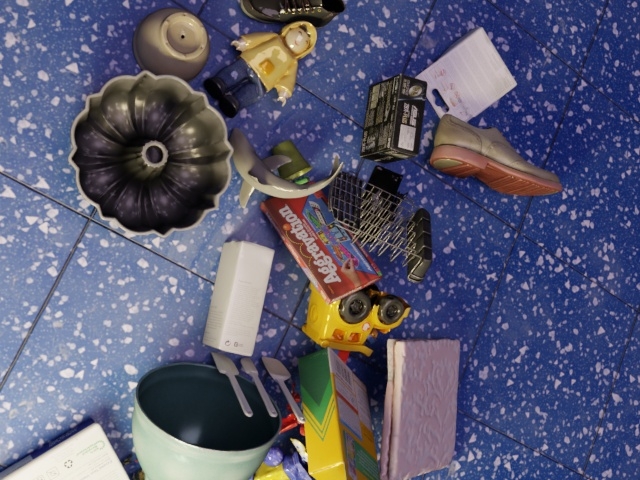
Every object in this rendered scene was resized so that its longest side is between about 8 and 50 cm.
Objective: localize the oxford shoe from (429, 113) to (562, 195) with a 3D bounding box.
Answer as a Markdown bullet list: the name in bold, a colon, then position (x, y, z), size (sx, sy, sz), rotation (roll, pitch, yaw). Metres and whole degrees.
- **oxford shoe**: position (0.463, -0.214, 2.001), size (0.397, 0.140, 0.147), rotation (16, 74, -28)

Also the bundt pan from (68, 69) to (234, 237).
- **bundt pan**: position (-0.350, -0.168, 1.594), size (0.330, 0.124, 0.331), rotation (1, 88, -26)

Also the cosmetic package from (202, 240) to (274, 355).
- **cosmetic package**: position (-0.176, 0.121, 1.678), size (0.085, 0.117, 0.231), rotation (17, 82, -26)

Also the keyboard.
- **keyboard**: position (0.141, -0.079, 1.897), size (0.100, 0.038, 0.192), rotation (24, 78, 0)

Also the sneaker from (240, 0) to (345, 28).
- **sneaker**: position (-0.060, -0.534, 1.754), size (0.222, 0.118, 0.083), rotation (0, 89, -27)

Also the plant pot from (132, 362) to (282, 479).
- **plant pot**: position (-0.243, 0.405, 1.565), size (0.293, 0.293, 0.196), rotation (9, 110, -26)

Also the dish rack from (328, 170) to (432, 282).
- **dish rack**: position (0.133, -0.041, 1.768), size (0.271, 0.074, 0.208), rotation (24, 37, -15)

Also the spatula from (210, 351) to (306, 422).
- **spatula**: position (-0.123, 0.300, 1.638), size (0.168, 0.242, 0.019), rotation (15, 105, -27)

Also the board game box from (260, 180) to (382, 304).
- **board game box**: position (0.000, 0.000, 1.734), size (0.145, 0.027, 0.281), rotation (-25, 65, -26)

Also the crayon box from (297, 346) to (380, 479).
- **crayon box**: position (0.044, 0.414, 1.658), size (0.203, 0.083, 0.323), rotation (52, 21, -44)

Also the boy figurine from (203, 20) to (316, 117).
- **boy figurine**: position (-0.114, -0.384, 1.739), size (0.285, 0.092, 0.177), rotation (-39, 103, -19)

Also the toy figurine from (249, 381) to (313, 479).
- **toy figurine**: position (-0.071, 0.518, 1.731), size (0.217, 0.191, 0.363), rotation (-25, 119, 9)

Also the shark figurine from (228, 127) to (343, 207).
- **shark figurine**: position (-0.093, -0.133, 1.674), size (0.278, 0.116, 0.166), rotation (17, 92, 15)

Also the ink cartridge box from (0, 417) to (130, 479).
- **ink cartridge box**: position (-0.507, 0.571, 1.523), size (0.324, 0.071, 0.330), rotation (-29, 105, -25)

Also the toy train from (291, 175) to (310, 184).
- **toy train**: position (-0.058, -0.128, 1.795), size (0.083, 0.023, 0.017), rotation (-24, 99, -25)

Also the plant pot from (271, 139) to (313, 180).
- **plant pot**: position (-0.071, -0.181, 1.766), size (0.083, 0.083, 0.079), rotation (-26, 88, -25)

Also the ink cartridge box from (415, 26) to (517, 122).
- **ink cartridge box**: position (0.366, -0.409, 2.016), size (0.224, 0.056, 0.181), rotation (-37, 105, -4)

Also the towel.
- **towel**: position (0.235, 0.385, 1.831), size (0.331, 0.053, 0.317), rotation (12, 80, -56)

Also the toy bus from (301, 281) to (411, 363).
- **toy bus**: position (0.071, 0.199, 1.794), size (0.220, 0.149, 0.212), rotation (11, 97, -28)

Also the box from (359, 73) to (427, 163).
- **box**: position (0.170, -0.282, 1.847), size (0.077, 0.147, 0.180), rotation (11, 83, -26)

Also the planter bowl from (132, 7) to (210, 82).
- **planter bowl**: position (-0.299, -0.413, 1.635), size (0.162, 0.109, 0.162), rotation (1, 88, -26)

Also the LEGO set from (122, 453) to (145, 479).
- **LEGO set**: position (-0.375, 0.479, 1.618), size (0.054, 0.023, 0.083), rotation (-24, 82, -50)
